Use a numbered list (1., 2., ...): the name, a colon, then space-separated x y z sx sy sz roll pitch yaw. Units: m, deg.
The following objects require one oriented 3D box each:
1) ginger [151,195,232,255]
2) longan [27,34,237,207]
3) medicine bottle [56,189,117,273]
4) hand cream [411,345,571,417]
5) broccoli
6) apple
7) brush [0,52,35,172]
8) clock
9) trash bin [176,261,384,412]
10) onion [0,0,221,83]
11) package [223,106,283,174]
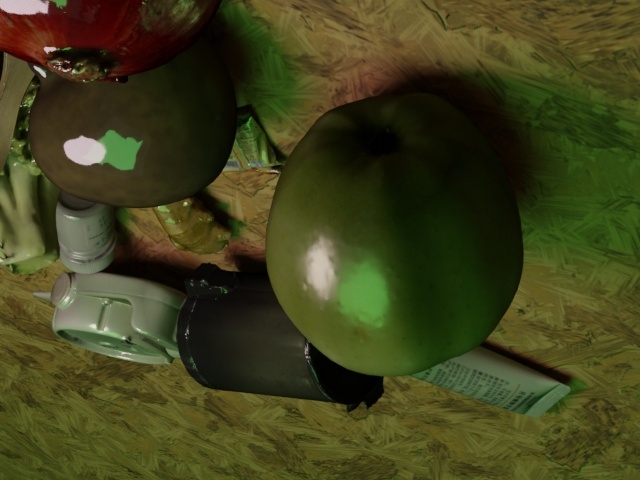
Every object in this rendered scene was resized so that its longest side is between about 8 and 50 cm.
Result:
1. ginger: -0.211 -0.032 2.119 0.115 0.081 0.205 43 167 31
2. longan: -0.260 -0.178 1.798 0.300 0.243 0.300 0 110 0
3. medicine bottle: -0.394 -0.030 2.213 0.105 0.105 0.168 18 145 9
4. hand cream: 0.247 0.212 2.171 0.314 0.089 0.139 25 146 -8
5. broccoli: -0.478 -0.081 1.983 0.348 0.281 0.293 -13 158 -21
6. apple: 0.091 -0.009 1.733 0.357 0.357 0.357 16 146 12
7. brush: -0.420 -0.240 1.814 0.070 0.327 0.065 12 -167 -45
8. clock: -0.351 0.142 2.356 0.324 0.108 0.265 5 163 28
9. trash bin: -0.059 0.152 2.132 0.301 0.203 0.252 2 126 42
10. onion: -0.272 -0.347 1.521 0.341 0.341 0.341 16 146 12
11. package: -0.121 -0.144 1.954 0.108 0.031 0.120 -2 133 32
